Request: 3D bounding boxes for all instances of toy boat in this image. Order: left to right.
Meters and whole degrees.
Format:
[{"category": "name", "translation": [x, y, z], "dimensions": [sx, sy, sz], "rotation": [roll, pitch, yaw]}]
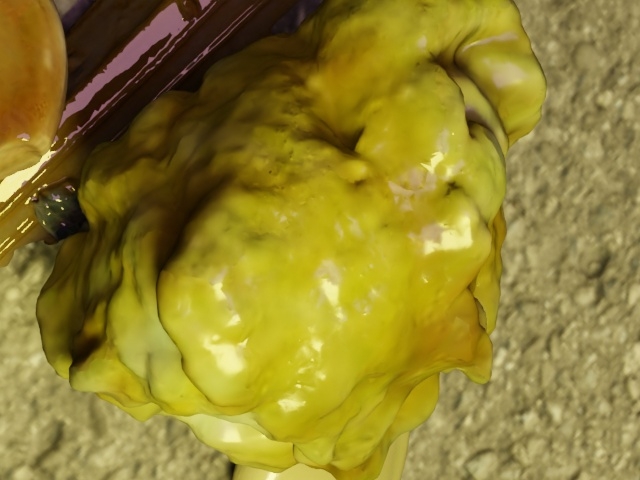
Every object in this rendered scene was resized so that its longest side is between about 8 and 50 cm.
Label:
[{"category": "toy boat", "translation": [-0.111, -0.099, 1.143], "dimensions": [0.310, 0.089, 0.115], "rotation": [-47, 132, -6]}]

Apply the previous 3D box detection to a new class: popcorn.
[{"category": "popcorn", "translation": [-0.013, -0.003, 1.078], "dimensions": [0.293, 0.334, 0.292], "rotation": [14, 73, -11]}]

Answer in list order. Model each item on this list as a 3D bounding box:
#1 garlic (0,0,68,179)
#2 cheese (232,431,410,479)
[{"category": "garlic", "translation": [-0.269, -0.107, 1.063], "dimensions": [0.217, 0.110, 0.228], "rotation": [-39, 88, -14]}, {"category": "cheese", "translation": [0.029, 0.099, 1.261], "dimensions": [0.127, 0.054, 0.251], "rotation": [22, 93, -28]}]
